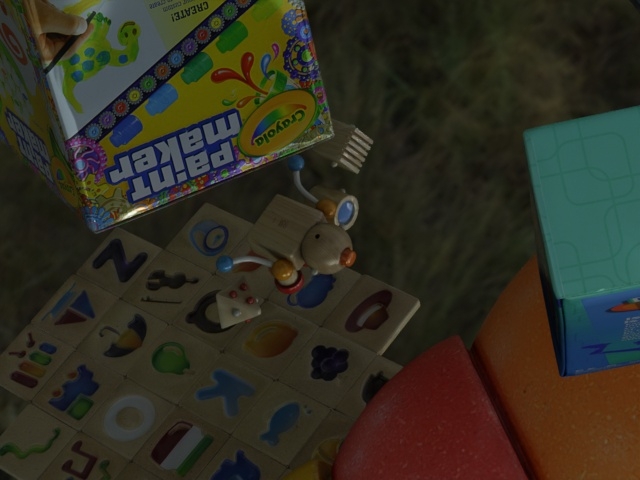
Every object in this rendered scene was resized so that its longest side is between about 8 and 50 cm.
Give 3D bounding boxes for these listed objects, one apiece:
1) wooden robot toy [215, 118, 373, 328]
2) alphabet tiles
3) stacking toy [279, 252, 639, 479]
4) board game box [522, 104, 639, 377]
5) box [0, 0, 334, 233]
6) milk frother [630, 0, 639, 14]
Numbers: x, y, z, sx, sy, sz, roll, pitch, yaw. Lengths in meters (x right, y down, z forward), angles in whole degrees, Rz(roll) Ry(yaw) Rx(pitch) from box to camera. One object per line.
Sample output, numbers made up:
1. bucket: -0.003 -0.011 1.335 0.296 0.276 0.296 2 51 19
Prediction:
1. wooden robot toy: 0.000 0.000 1.288 0.079 0.076 0.173 20 66 36
2. alphabet tiles: -0.093 0.110 1.431 0.342 0.011 0.285 24 63 33
3. stacking toy: 0.063 0.210 0.983 0.480 0.350 0.350 -29 82 3
4. board game box: 0.143 -0.005 0.535 0.160 0.210 0.047 -11 79 5
5. box: -0.156 -0.199 1.203 0.177 0.290 0.279 -23 119 -18
6. milk frother: 0.197 -0.127 0.761 0.135 0.143 0.129 -38 79 16
